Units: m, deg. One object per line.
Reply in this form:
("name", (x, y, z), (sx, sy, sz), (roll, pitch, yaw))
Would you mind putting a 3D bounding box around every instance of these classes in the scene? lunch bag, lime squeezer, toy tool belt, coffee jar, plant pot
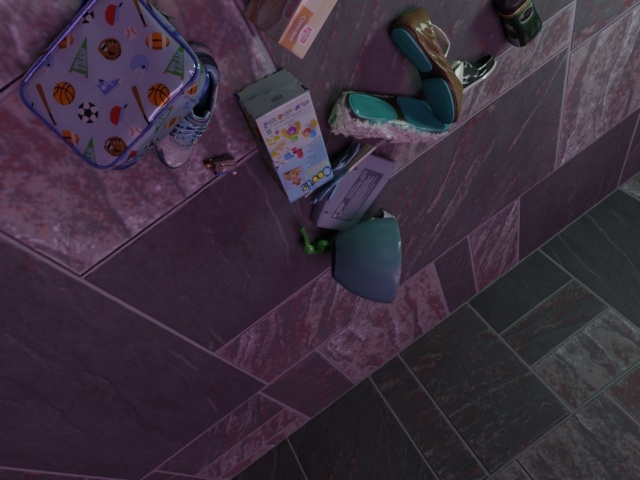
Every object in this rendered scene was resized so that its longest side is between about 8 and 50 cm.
("lunch bag", (-0.370, -0.297, 0.790), (0.303, 0.115, 0.243), (-44, 97, 5))
("lime squeezer", (0.000, 0.000, 1.478), (0.310, 0.059, 0.110), (7, 118, -52))
("toy tool belt", (-0.256, -0.184, 1.106), (0.083, 0.052, 0.051), (-17, 129, -23))
("coffee jar", (0.574, -0.658, 1.250), (0.096, 0.079, 0.184), (-46, 142, 14))
("plant pot", (0.139, 0.062, 1.445), (0.195, 0.290, 0.290), (3, 132, -4))

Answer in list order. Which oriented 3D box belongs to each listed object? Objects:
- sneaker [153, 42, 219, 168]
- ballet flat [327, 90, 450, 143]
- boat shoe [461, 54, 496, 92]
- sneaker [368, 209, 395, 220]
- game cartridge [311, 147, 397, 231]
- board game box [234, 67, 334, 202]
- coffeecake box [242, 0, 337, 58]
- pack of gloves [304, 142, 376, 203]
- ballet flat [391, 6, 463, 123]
("sneaker", (-0.294, -0.271, 0.932), (0.110, 0.122, 0.283), (1, 128, -37))
("ballet flat", (0.194, -0.347, 1.255), (0.408, 0.147, 0.147), (-1, 129, -33))
("boat shoe", (0.438, -0.505, 1.302), (0.233, 0.084, 0.079), (-35, 117, -11))
("sneaker", (0.187, -0.037, 1.593), (0.191, 0.071, 0.083), (-50, 132, 4))
("game cartridge", (0.099, -0.159, 1.394), (0.196, 0.060, 0.294), (6, 128, -46))
("board game box", (-0.084, -0.258, 1.090), (0.144, 0.142, 0.275), (-30, 141, -8))
("coffeecake box", (-0.062, -0.472, 0.859), (0.068, 0.185, 0.142), (15, 118, -45))
("pack of gloves", (0.053, -0.185, 1.235), (0.232, 0.195, 0.046), (-42, 109, 4))
("ballet flat", (0.319, -0.481, 1.178), (0.124, 0.116, 0.342), (-50, 122, -8))
